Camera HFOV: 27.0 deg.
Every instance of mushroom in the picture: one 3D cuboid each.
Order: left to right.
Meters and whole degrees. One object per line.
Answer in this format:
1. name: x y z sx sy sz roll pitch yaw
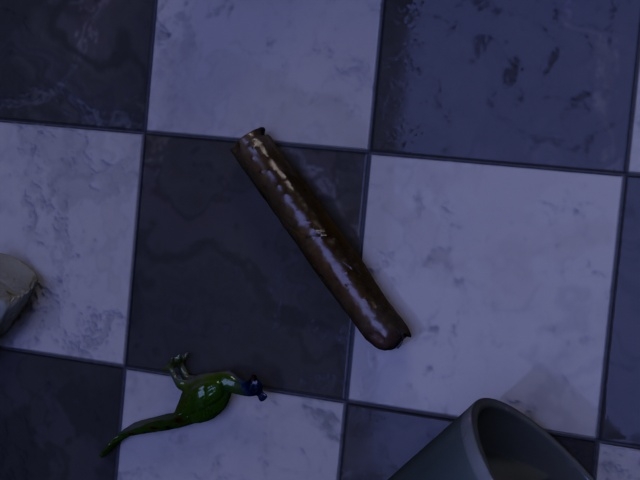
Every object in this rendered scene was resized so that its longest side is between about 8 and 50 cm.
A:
1. mushroom: -0.385 0.118 1.442 0.092 0.081 0.223 43 108 35

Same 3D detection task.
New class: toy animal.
1. toy animal: -0.155 0.161 1.380 0.217 0.041 0.075 -22 85 24

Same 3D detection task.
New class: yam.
1. yam: 0.000 0.000 1.314 0.046 0.046 0.264 -39 77 17

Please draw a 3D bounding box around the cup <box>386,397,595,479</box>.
1. cup: 0.158 0.353 1.181 0.357 0.259 0.274 42 108 -18
